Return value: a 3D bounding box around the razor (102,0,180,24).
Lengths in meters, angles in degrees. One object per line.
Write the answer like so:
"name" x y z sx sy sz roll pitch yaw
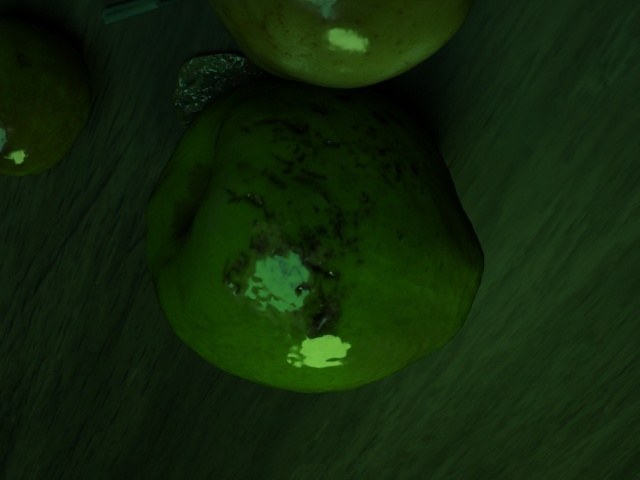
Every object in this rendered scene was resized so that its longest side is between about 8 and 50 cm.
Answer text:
"razor" -0.164 -0.287 1.046 0.211 0.036 0.084 -14 120 19

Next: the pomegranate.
"pomegranate" 0.022 -0.293 0.869 0.307 0.307 0.307 5 126 7

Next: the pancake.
"pancake" -0.120 -0.172 1.129 0.139 0.022 0.139 5 127 6

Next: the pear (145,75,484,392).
"pear" 0.000 0.000 1.036 0.391 0.391 0.391 5 126 7

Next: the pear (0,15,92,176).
"pear" -0.378 -0.166 1.082 0.200 0.200 0.200 5 126 7
